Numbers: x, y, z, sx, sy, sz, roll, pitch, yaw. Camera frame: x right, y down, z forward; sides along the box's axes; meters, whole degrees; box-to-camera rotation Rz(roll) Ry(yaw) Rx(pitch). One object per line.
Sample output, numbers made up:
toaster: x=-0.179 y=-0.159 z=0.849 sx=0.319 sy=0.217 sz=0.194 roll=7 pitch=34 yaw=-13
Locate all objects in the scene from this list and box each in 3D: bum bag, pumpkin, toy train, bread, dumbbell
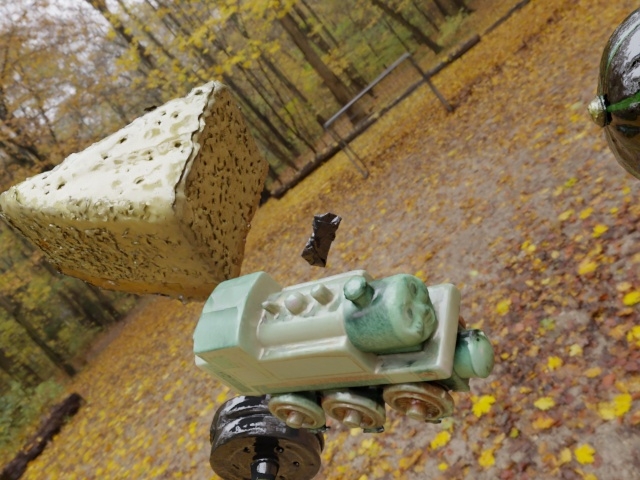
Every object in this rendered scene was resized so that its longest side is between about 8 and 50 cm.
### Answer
bum bag: x=0.000 y=-0.001 z=1.077 sx=0.034 sy=0.057 sz=0.125 roll=-86 pitch=15 yaw=-66
pumpkin: x=0.556 y=-0.228 z=0.864 sx=0.238 sy=0.316 sz=0.315 roll=-12 pitch=22 yaw=23
toy train: x=0.009 y=0.070 z=0.361 sx=0.193 sy=0.125 sz=0.081 roll=-18 pitch=41 yaw=38
bread: x=-0.255 y=-0.074 z=0.804 sx=0.248 sy=0.315 sz=0.279 roll=67 pitch=-139 yaw=-58
dumbbell: x=-0.086 y=0.382 z=0.767 sx=0.185 sy=0.185 sz=0.389 roll=-35 pitch=29 yaw=26
